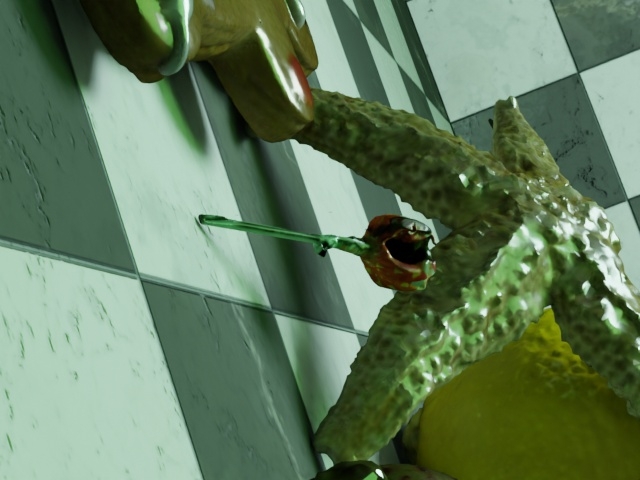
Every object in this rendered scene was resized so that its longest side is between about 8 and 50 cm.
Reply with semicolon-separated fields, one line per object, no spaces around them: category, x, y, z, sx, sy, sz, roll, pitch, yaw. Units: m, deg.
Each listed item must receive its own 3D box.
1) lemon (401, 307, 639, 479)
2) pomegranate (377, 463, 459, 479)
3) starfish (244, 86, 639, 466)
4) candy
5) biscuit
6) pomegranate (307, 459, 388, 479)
lemon;0.215;0.184;1.223;0.293;0.293;0.293;-21;90;-79
pomegranate;0.038;0.180;0.826;0.130;0.130;0.130;-21;90;-79
starfish;0.120;0.034;1.090;0.082;0.324;0.432;116;-39;-47
candy;0.000;0.000;0.981;0.185;0.049;0.055;9;48;-35
biscuit;-0.077;-0.201;1.002;0.283;0.064;0.432;64;14;12
pomegranate;-0.009;0.182;0.395;0.198;0.198;0.246;-68;138;-74
